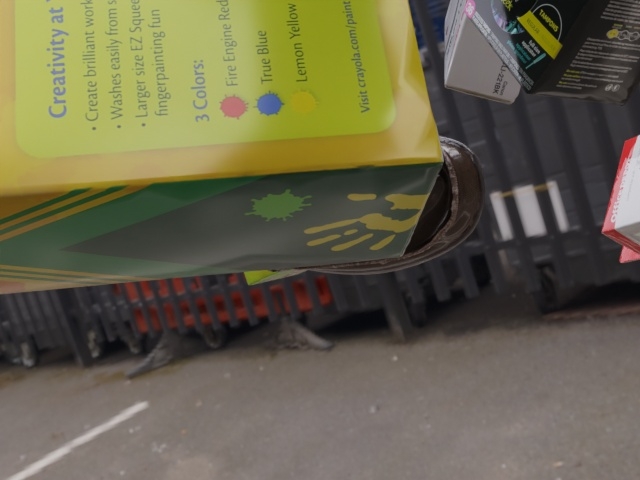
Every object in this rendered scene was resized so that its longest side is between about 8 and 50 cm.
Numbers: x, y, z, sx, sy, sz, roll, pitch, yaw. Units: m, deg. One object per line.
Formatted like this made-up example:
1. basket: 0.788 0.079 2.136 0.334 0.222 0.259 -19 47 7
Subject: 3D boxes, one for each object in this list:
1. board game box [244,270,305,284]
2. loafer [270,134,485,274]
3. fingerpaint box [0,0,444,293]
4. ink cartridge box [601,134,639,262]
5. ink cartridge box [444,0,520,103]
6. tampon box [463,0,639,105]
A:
1. board game box: 0.000 0.000 1.044 0.181 0.043 0.092 -24 -8 40
2. loafer: -0.030 -0.023 0.850 0.365 0.134 0.130 -8 0 20
3. fingerpaint box: -0.143 -0.198 0.651 0.371 0.445 0.163 -5 -23 -8
4. ink cartridge box: 0.411 -0.063 1.041 0.231 0.078 0.134 -27 39 64
5. ink cartridge box: 0.270 -0.365 1.403 0.114 0.197 0.273 12 35 -2
6. tampon box: 0.208 -0.205 0.689 0.101 0.120 0.161 0 -45 -28
